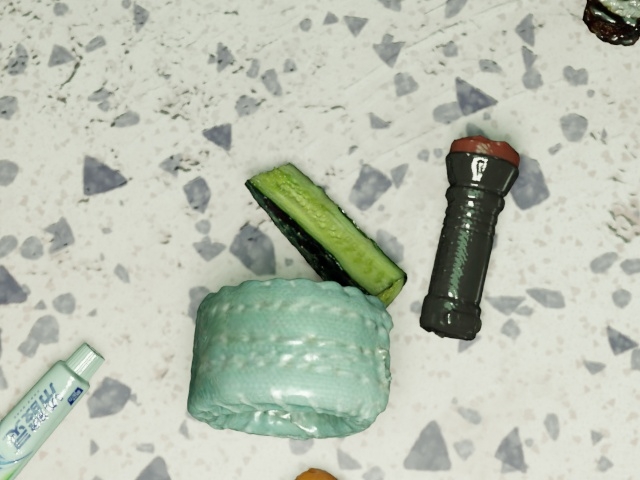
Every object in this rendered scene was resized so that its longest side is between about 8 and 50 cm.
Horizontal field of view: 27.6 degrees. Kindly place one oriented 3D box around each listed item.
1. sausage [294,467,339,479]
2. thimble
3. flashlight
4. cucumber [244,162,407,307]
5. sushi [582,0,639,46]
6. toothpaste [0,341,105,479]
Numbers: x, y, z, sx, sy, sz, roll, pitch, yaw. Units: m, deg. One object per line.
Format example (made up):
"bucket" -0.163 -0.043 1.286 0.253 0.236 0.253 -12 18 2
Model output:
"sausage" 0.040 0.331 1.414 0.197 0.076 0.076 43 81 11
"thimble" -0.027 0.130 1.400 0.235 0.198 0.143 -5 70 29
"flashlight" 0.166 -0.001 1.492 0.093 0.093 0.232 13 82 6
"cucumber" 0.000 0.001 1.512 0.211 0.062 0.078 43 48 18
"sushi" 0.353 -0.289 1.553 0.098 0.084 0.094 24 81 13
"toothpaste" -0.355 0.237 1.474 0.075 0.048 0.297 40 84 9
